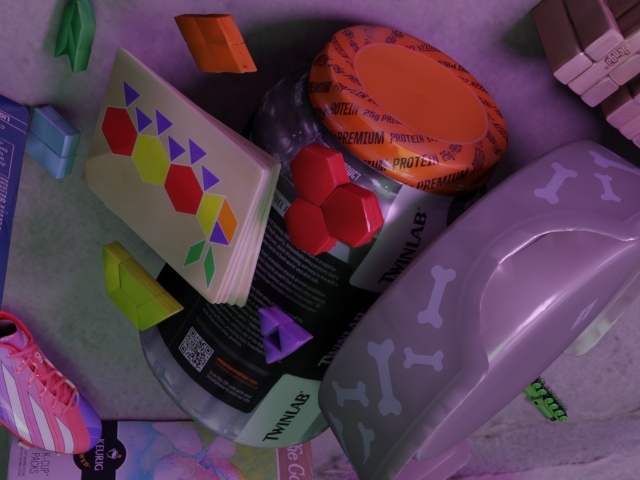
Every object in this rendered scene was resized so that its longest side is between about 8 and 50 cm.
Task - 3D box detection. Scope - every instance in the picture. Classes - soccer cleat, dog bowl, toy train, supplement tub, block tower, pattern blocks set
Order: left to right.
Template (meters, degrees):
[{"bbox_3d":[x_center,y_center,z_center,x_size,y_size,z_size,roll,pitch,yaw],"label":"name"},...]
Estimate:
[{"bbox_3d":[-0.293,0.127,1.334,0.095,0.083,0.248,-37,123,20],"label":"soccer cleat"},{"bbox_3d":[-0.107,-0.047,1.069,0.026,0.325,0.285,-22,153,-46],"label":"pattern blocks set"},{"bbox_3d":[0.000,0.000,1.152,0.207,0.207,0.338,18,130,-21],"label":"supplement tub"},{"bbox_3d":[0.142,0.063,1.094,0.348,0.102,0.349,-39,163,-14],"label":"dog bowl"},{"bbox_3d":[0.237,0.168,1.462,0.023,0.017,0.083,-20,133,26],"label":"toy train"},{"bbox_3d":[0.325,-0.101,1.166,0.335,0.097,0.091,33,123,-32],"label":"block tower"}]

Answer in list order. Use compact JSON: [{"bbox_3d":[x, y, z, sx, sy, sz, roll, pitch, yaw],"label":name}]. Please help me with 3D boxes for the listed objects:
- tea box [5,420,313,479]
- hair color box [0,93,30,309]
[{"bbox_3d":[-0.165,0.373,1.402,0.323,0.329,0.220,1,132,-8],"label":"tea box"},{"bbox_3d":[-0.323,0.035,1.057,0.105,0.347,0.174,27,125,-27],"label":"hair color box"}]
